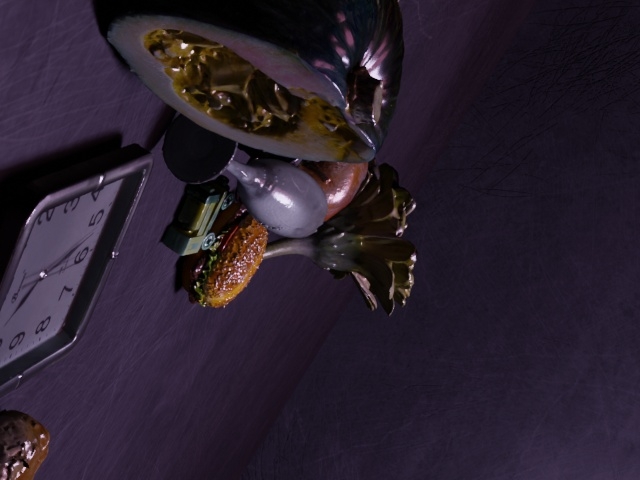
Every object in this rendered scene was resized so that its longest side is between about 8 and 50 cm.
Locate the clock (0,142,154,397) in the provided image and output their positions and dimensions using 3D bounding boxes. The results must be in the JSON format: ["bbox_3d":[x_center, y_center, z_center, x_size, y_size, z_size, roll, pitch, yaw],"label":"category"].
[{"bbox_3d":[-0.288,0.035,1.372,0.273,0.049,0.279,-64,169,20],"label":"clock"}]

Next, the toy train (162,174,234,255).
[{"bbox_3d":[-0.165,-0.034,1.787,0.081,0.050,0.122,-14,134,-62],"label":"toy train"}]

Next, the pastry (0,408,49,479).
[{"bbox_3d":[-0.376,0.267,1.523,0.153,0.081,0.153,-62,180,0],"label":"pastry"}]

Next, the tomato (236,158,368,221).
[{"bbox_3d":[-0.011,-0.113,2.025,0.214,0.155,0.181,-60,174,-6],"label":"tomato"}]

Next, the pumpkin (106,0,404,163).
[{"bbox_3d":[-0.037,-0.220,1.295,0.293,0.263,0.196,53,55,-66],"label":"pumpkin"}]

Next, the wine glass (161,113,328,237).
[{"bbox_3d":[-0.150,-0.027,1.685,0.264,0.096,0.309,-38,156,9],"label":"wine glass"}]

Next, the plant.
[{"bbox_3d":[0.034,-0.033,2.272,0.261,0.297,0.306,-65,-153,6],"label":"plant"}]

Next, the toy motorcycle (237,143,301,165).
[{"bbox_3d":[-0.029,-0.210,1.760,0.275,0.127,0.205,-50,167,-15],"label":"toy motorcycle"}]

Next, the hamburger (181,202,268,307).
[{"bbox_3d":[-0.136,0.025,1.969,0.166,0.087,0.137,-54,169,-27],"label":"hamburger"}]
